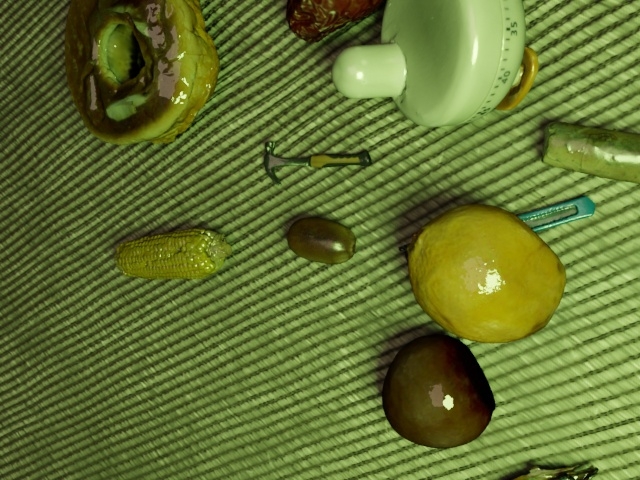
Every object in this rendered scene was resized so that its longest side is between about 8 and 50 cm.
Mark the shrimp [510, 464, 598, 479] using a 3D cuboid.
[{"bbox_3d":[0.313,0.448,0.825,0.296,0.058,0.169,-36,87,24],"label":"shrimp"}]

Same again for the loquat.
[{"bbox_3d":[0.232,0.050,0.752,0.234,0.176,0.187,33,140,-9],"label":"loquat"}]

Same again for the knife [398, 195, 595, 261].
[{"bbox_3d":[0.262,-0.013,0.825,0.296,0.026,0.044,-19,75,23],"label":"knife"}]

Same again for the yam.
[{"bbox_3d":[0.458,-0.100,0.714,0.317,0.067,0.071,16,130,20],"label":"yam"}]

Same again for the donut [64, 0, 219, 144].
[{"bbox_3d":[-0.321,-0.337,0.988,0.329,0.160,0.330,7,102,32],"label":"donut"}]

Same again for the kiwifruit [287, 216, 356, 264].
[{"bbox_3d":[0.000,0.000,0.912,0.124,0.075,0.075,15,99,25],"label":"kiwifruit"}]

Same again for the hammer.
[{"bbox_3d":[-0.009,-0.134,0.932,0.200,0.021,0.078,3,95,24],"label":"hammer"}]

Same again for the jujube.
[{"bbox_3d":[0.022,-0.400,0.811,0.236,0.168,0.168,-37,78,52],"label":"jujube"}]

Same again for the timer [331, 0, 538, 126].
[{"bbox_3d":[0.152,-0.270,0.738,0.240,0.233,0.234,-11,89,-21],"label":"timer"}]

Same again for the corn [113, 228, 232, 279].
[{"bbox_3d":[-0.283,0.028,1.018,0.261,0.097,0.097,-5,92,24],"label":"corn"}]

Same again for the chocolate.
[{"bbox_3d":[0.166,0.233,0.813,0.176,0.176,0.177,2,94,23],"label":"chocolate"}]
